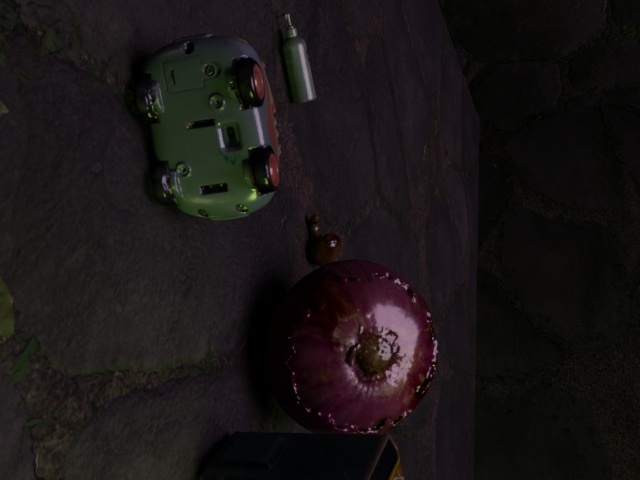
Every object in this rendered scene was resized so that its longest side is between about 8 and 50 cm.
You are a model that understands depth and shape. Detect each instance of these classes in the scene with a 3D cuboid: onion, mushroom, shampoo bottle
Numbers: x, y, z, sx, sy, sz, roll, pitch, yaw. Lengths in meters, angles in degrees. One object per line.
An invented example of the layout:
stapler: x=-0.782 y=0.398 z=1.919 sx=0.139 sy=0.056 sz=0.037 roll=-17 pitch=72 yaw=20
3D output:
onion: x=0.053 y=0.229 z=1.412 sx=0.345 sy=0.358 sz=0.358 roll=130 pitch=-26 yaw=-57
mushroom: x=0.007 y=0.003 z=1.616 sx=0.088 sy=0.073 sz=0.129 roll=-29 pitch=115 yaw=-28
shampoo bottle: x=-0.054 y=-0.407 z=1.551 sx=0.056 sy=0.056 sz=0.195 roll=-48 pitch=131 yaw=-59

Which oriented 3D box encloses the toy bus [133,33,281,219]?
toy bus: x=-0.154 y=-0.183 z=1.120 sx=0.232 sy=0.194 sz=0.287 roll=-47 pitch=130 yaw=-70

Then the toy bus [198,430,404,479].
toy bus: x=-0.027 y=0.427 z=1.146 sx=0.162 sy=0.324 sz=0.194 roll=-45 pitch=126 yaw=-60
